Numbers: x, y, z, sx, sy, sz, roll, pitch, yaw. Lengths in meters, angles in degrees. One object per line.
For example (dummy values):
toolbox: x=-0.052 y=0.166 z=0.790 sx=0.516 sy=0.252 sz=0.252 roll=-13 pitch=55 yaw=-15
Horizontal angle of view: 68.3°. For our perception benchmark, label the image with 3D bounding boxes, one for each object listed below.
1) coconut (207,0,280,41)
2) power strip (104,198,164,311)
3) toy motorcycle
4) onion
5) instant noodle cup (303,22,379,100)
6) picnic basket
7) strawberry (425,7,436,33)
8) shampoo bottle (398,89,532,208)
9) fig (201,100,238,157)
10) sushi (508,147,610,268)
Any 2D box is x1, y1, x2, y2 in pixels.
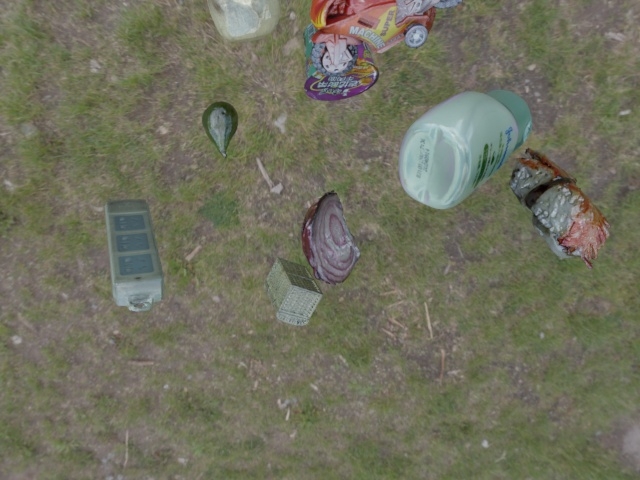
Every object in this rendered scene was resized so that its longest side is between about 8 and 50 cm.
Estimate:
coconut: x=-0.217 y=-0.677 z=1.320 sx=0.224 sy=0.224 sz=0.224 roll=-2 pitch=107 yaw=-5
power strip: x=-0.321 y=0.012 z=0.805 sx=0.078 sy=0.272 sz=0.052 roll=-5 pitch=127 yaw=-24
toy motorcycle: x=0.094 y=-0.380 z=0.746 sx=0.298 sy=0.089 sz=0.171 roll=-27 pitch=132 yaw=21
onion: x=0.000 y=0.000 z=1.626 sx=0.146 sy=0.280 sz=0.314 roll=-2 pitch=114 yaw=33
instant noodle cup: x=0.053 y=-0.600 z=1.538 sx=0.251 sy=0.251 sz=0.190 roll=-10 pitch=81 yaw=-3
picnic basket: x=-0.106 y=0.184 z=1.663 sx=0.134 sy=0.196 sz=0.154 roll=21 pitch=109 yaw=-31
strawberry: x=0.259 y=-0.609 z=1.269 sx=0.131 sy=0.148 sz=0.131 roll=-22 pitch=149 yaw=-14
shampoo bottle: x=0.313 y=-0.208 z=0.971 sx=0.350 sy=0.151 sz=0.221 roll=-34 pitch=137 yaw=-39
fig: x=-0.302 y=-0.331 z=1.416 sx=0.117 sy=0.117 sz=0.177 roll=1 pitch=64 yaw=-6
sushi: x=0.532 y=-0.084 z=1.077 sx=0.124 sy=0.332 sz=0.130 roll=22 pitch=123 yaw=-25
